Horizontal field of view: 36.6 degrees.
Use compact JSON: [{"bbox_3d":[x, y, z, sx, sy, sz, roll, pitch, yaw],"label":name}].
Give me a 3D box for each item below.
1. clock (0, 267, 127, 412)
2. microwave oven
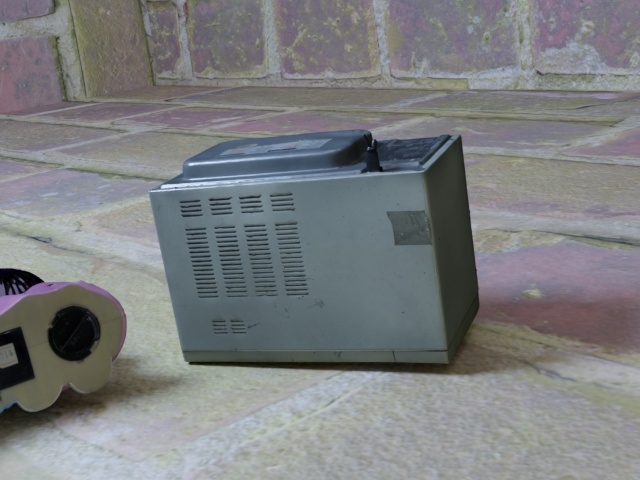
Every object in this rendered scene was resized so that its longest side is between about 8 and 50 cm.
[{"bbox_3d":[-0.285,0.085,0.816,0.193,0.100,0.195,-16,10,-31],"label":"clock"},{"bbox_3d":[0.000,0.000,0.834,0.240,0.194,0.145,-3,14,22],"label":"microwave oven"}]
